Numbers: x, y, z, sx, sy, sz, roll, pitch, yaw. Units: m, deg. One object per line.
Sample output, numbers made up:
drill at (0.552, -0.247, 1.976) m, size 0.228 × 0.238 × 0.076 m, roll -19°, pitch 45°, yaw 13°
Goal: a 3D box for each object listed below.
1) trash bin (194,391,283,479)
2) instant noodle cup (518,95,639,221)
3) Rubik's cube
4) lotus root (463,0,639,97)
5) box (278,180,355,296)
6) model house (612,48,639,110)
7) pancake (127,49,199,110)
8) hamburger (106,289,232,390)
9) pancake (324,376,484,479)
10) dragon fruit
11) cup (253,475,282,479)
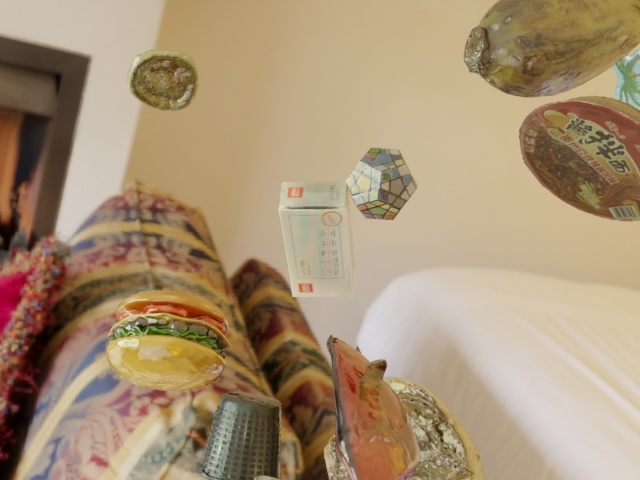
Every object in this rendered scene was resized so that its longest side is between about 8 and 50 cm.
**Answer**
trash bin at (-0.147, 0.380, 1.744) m, size 0.176 × 0.160 × 0.175 m, roll 8°, pitch -1°, yaw 0°
instant noodle cup at (0.464, -0.151, 1.458) m, size 0.274 × 0.274 × 0.090 m, roll 25°, pitch 63°, yaw 20°
Rubik's cube at (0.090, -0.083, 1.333) m, size 0.111 × 0.111 × 0.093 m, roll 9°, pitch 6°, yaw -25°
lotus root at (0.201, -0.171, 0.770) m, size 0.179 × 0.089 × 0.080 m, roll -17°, pitch -11°, yaw -20°
box at (0.000, 0.000, 1.778) m, size 0.135 × 0.269 × 0.079 m, roll -1°, pitch 46°, yaw 6°
model house at (0.706, -0.263, 1.633) m, size 0.300 × 0.323 × 0.340 m, roll -14°, pitch 70°, yaw -31°
pancake at (-0.225, -0.229, 1.293) m, size 0.108 × 0.108 × 0.017 m, roll 11°, pitch 36°, yaw -19°
hamburger at (-0.193, 0.129, 1.155) m, size 0.162 × 0.162 × 0.115 m, roll 12°, pitch 64°, yaw -16°
pancake at (0.160, 0.452, 1.802) m, size 0.382 × 0.382 × 0.071 m, roll 31°, pitch 25°, yaw 32°
dragon fruit at (0.072, 0.250, 1.225) m, size 0.100 × 0.282 × 0.343 m, roll -17°, pitch -21°, yaw 1°
cup at (-0.098, 0.441, 1.519) m, size 0.055 × 0.075 × 0.083 m, roll -4°, pitch 50°, yaw 21°
